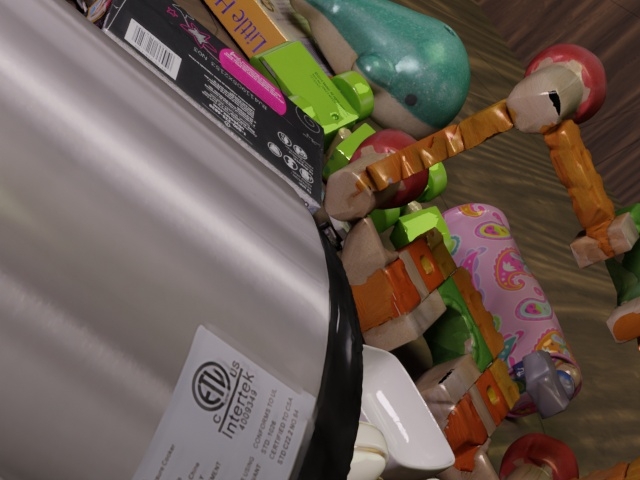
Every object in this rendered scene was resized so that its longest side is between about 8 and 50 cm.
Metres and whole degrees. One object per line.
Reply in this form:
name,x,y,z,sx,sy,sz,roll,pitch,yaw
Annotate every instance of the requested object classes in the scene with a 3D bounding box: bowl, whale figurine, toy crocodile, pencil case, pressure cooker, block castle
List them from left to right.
pressure cooker,-0.233,0.019,0.655,0.420,0.375,0.370,38,26,-33
toy crocodile,0.037,-0.100,1.862,0.115,0.105,0.340,-34,77,-35
bowl,0.053,0.170,1.479,0.142,0.053,0.142,16,39,-59
whale figurine,0.080,-0.255,1.976,0.272,0.141,0.216,46,20,-11
pencil case,0.216,0.084,1.896,0.124,0.124,0.284,32,27,-41
block castle,0.225,0.060,1.596,0.453,0.303,0.213,63,25,-4

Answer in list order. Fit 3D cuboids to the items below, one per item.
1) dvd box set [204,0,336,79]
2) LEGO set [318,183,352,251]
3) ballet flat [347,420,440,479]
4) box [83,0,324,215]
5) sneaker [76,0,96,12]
dvd box set,-0.087,-0.344,2.084,0.420,0.062,0.307,52,20,4
LEGO set,0.000,0.000,1.681,0.244,0.060,0.182,52,12,-48
ballet flat,0.038,0.216,1.274,0.348,0.123,0.123,43,21,-19
box,-0.132,-0.095,1.409,0.247,0.142,0.163,38,24,-18
sneaker,-0.228,-0.256,1.617,0.115,0.105,0.281,8,39,-18
